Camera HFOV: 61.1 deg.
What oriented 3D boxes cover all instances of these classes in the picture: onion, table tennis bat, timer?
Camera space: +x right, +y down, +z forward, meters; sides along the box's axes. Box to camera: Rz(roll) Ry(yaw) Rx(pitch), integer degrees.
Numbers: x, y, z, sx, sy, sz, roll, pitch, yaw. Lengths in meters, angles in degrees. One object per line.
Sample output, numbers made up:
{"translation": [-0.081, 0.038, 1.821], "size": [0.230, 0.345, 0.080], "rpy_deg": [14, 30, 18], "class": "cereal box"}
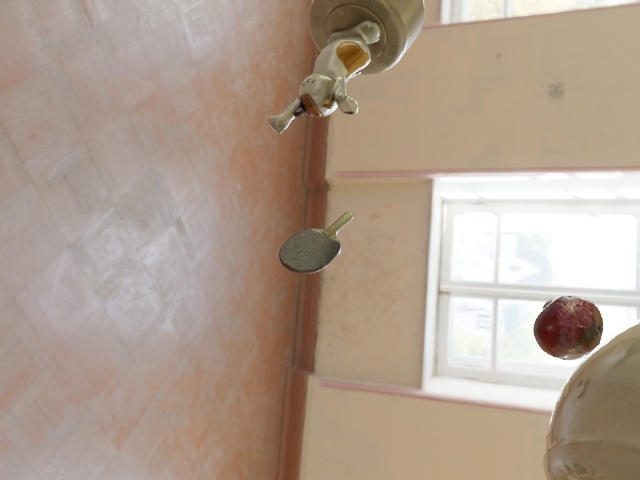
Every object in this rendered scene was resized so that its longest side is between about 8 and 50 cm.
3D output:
{"translation": [0.460, 0.162, 1.007], "size": [0.131, 0.131, 0.131], "rpy_deg": [2, 90, -70], "class": "onion"}
{"translation": [0.000, 0.000, 0.866], "size": [0.156, 0.087, 0.013], "rpy_deg": [-40, 141, -34], "class": "table tennis bat"}
{"translation": [0.033, -0.264, 0.779], "size": [0.175, 0.175, 0.266], "rpy_deg": [67, 39, -49], "class": "timer"}

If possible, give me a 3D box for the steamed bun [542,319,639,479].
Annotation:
{"translation": [0.294, 0.145, 0.321], "size": [0.177, 0.283, 0.283], "rpy_deg": [-48, 143, -22], "class": "steamed bun"}
